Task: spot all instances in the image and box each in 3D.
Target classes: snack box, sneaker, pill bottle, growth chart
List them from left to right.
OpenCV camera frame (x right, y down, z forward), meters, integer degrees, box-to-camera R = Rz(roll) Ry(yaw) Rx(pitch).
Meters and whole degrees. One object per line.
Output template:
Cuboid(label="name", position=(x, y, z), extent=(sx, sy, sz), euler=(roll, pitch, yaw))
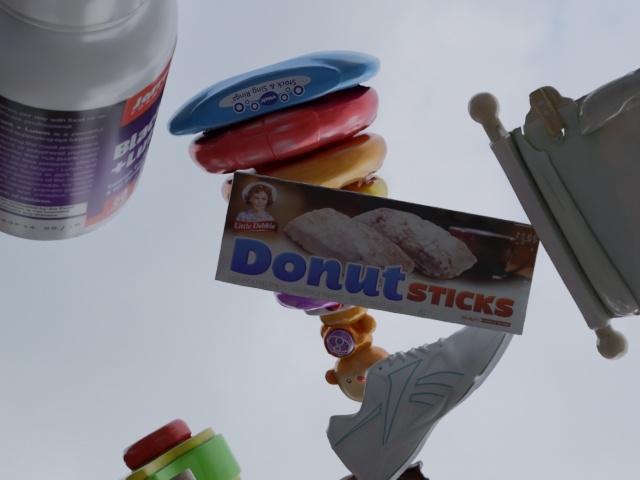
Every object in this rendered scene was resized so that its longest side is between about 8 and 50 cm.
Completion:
Cuboid(label="pill bottle", position=(-0.126, -0.088, 0.520), extent=(0.108, 0.193, 0.108), euler=(7, -119, -14))
Cuboid(label="snack box", position=(0.033, 0.007, 0.626), extent=(0.178, 0.022, 0.064), euler=(10, -87, -1))
Cuboid(label="sneaker", position=(0.063, 0.087, 0.686), extent=(0.061, 0.053, 0.152), euler=(44, -86, 16))
Cuboid(label="growth chart", position=(0.193, -0.020, 0.470), extent=(0.237, 0.021, 0.172), euler=(-18, -79, 38))

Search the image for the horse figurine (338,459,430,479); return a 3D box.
Cuboid(label="horse figurine", position=(0.027, 0.281, 0.815), extent=(0.174, 0.066, 0.263), euler=(1, -82, 0))

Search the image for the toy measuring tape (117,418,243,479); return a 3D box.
Cuboid(label="toy measuring tape", position=(-0.113, 0.211, 0.977), extent=(0.121, 0.330, 0.121), euler=(5, -107, -17))

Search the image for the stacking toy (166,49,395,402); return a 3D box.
Cuboid(label="stacking toy", position=(0.000, 0.000, 0.913), extent=(0.175, 0.166, 0.302), euler=(-15, -80, 8))
